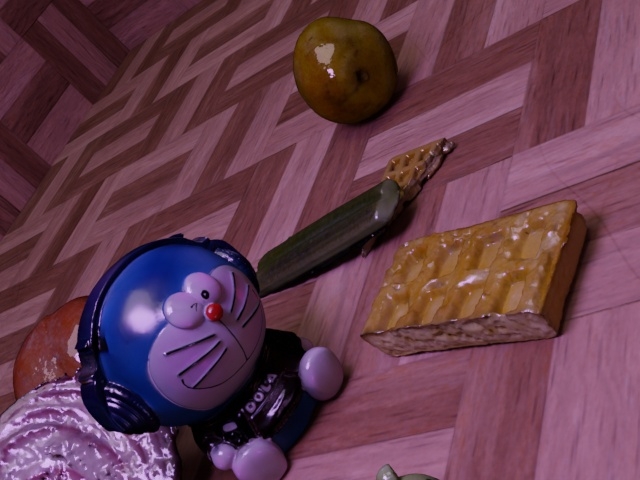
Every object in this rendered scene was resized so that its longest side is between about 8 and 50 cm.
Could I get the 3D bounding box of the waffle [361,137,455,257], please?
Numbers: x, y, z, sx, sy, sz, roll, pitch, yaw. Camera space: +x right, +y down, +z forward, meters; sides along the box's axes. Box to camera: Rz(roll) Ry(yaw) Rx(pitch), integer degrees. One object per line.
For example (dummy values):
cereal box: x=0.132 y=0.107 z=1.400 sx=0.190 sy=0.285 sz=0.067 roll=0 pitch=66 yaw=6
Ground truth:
waffle: x=0.129 y=-0.064 z=1.411 sx=0.125 sy=0.032 sz=0.191 roll=-17 pitch=40 yaw=38

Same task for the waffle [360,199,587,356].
waffle: x=0.182 y=0.050 z=1.130 sx=0.274 sy=0.057 sz=0.168 roll=-16 pitch=38 yaw=45

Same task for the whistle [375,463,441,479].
whistle: x=0.114 y=0.285 z=0.839 sx=0.085 sy=0.105 sz=0.227 roll=-37 pitch=35 yaw=-1

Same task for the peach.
peach: x=-0.345 y=0.207 z=1.459 sx=0.252 sy=0.252 sz=0.252 roll=-34 pitch=28 yaw=21

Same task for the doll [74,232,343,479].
doll: x=-0.155 y=0.142 z=1.201 sx=0.240 sy=0.310 sz=0.284 roll=-13 pitch=40 yaw=50

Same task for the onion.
onion: x=-0.302 y=0.337 z=1.294 sx=0.280 sy=0.146 sz=0.314 roll=-36 pitch=61 yaw=-9

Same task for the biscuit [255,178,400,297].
biscuit: x=0.000 y=0.000 z=1.455 sx=0.322 sy=0.038 sz=0.099 roll=-31 pitch=33 yaw=42

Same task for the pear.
pear: x=0.043 y=-0.302 z=1.697 sx=0.200 sy=0.200 sz=0.200 roll=-34 pitch=28 yaw=21
